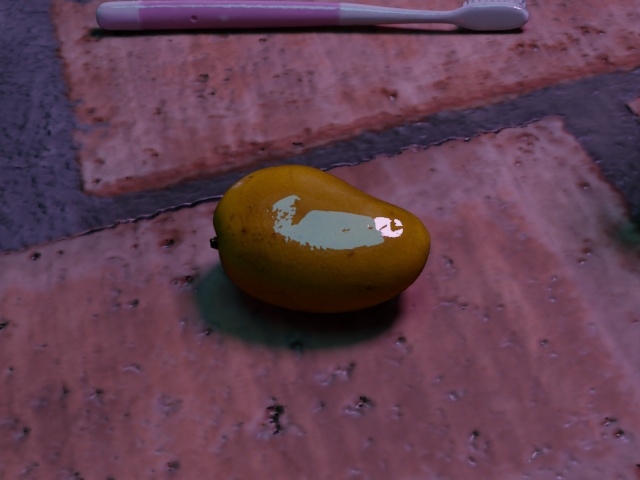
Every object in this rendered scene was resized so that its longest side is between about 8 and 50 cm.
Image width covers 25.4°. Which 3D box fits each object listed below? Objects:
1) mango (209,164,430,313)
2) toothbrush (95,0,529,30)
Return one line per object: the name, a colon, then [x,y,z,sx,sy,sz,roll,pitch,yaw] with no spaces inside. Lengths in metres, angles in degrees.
mango: [0.000,0.000,0.718,0.114,0.060,0.080,11,46,15]
toothbrush: [-0.008,-0.148,0.926,0.287,0.020,0.025,1,33,10]
